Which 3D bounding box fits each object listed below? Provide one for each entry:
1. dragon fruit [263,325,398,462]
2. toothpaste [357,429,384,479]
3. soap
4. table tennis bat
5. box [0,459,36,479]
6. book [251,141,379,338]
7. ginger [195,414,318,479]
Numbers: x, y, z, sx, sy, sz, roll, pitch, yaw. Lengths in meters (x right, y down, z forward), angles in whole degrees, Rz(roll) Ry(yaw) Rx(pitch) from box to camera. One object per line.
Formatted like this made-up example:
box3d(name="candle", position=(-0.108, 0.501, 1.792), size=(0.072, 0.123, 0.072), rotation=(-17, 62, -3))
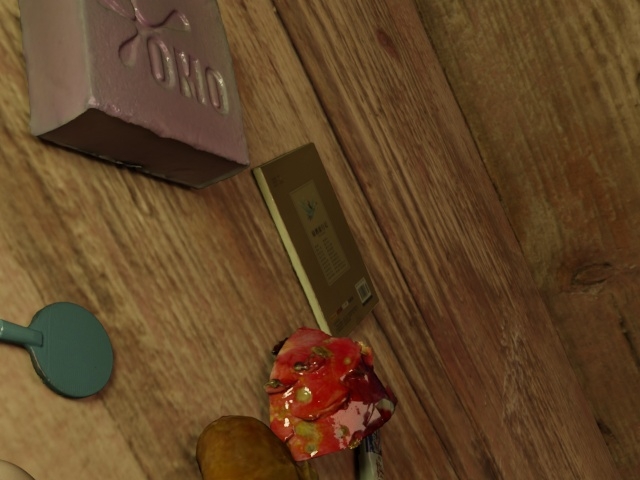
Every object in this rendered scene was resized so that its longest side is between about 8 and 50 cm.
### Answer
box3d(name="dragon fruit", position=(0.017, 0.197, 1.205), size=(0.274, 0.126, 0.161), rotation=(-23, 94, -63))
box3d(name="toothpaste", position=(0.077, 0.330, 1.328), size=(0.060, 0.038, 0.233), rotation=(42, 36, -46))
box3d(name="soap", position=(-0.230, -0.230, 1.057), size=(0.296, 0.107, 0.286), rotation=(15, 57, -59))
box3d(name="table tennis bat", position=(-0.266, 0.106, 0.861), size=(0.155, 0.019, 0.100), rotation=(29, 48, -54))
box3d(name="box", position=(-0.259, 0.276, 0.683), size=(0.200, 0.088, 0.146), rotation=(64, 29, -10))
box3d(name="book", position=(0.000, 0.000, 1.418), size=(0.310, 0.021, 0.217), rotation=(67, 28, -7))
box3d(name="ginger", position=(-0.067, 0.342, 0.922), size=(0.165, 0.172, 0.321), rotation=(101, -4, -46))
